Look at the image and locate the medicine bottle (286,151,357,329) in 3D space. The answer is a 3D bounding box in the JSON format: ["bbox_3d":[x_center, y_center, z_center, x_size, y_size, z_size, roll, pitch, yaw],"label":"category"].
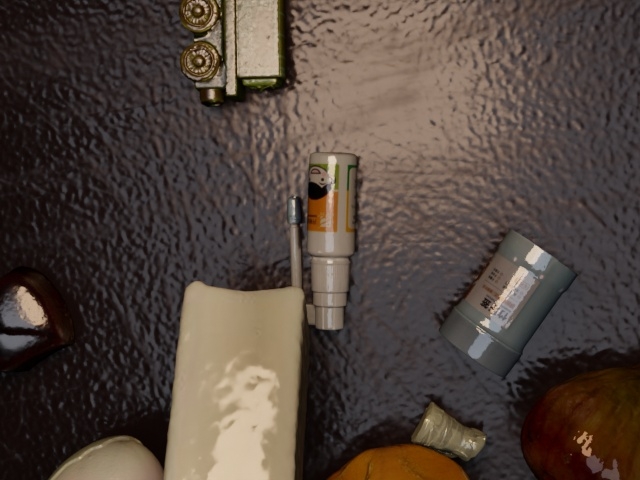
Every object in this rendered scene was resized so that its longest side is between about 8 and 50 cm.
[{"bbox_3d":[0.000,0.000,1.267,0.092,0.061,0.220,3,93,31],"label":"medicine bottle"}]

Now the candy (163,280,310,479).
[{"bbox_3d":[-0.091,0.238,1.148,0.145,0.208,0.358,2,62,1],"label":"candy"}]

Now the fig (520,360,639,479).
[{"bbox_3d":[0.373,0.224,1.201,0.290,0.190,0.190,-30,89,-29],"label":"fig"}]

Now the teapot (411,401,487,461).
[{"bbox_3d":[0.161,0.247,1.262,0.083,0.057,0.067,24,131,1],"label":"teapot"}]

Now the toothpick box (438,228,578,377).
[{"bbox_3d":[0.226,0.075,1.219,0.101,0.101,0.153,34,94,4],"label":"toothpick box"}]

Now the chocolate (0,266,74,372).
[{"bbox_3d":[-0.390,0.118,1.303,0.125,0.080,0.148,25,94,5],"label":"chocolate"}]

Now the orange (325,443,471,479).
[{"bbox_3d":[0.094,0.374,1.201,0.249,0.183,0.249,0,91,2],"label":"orange"}]

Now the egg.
[{"bbox_3d":[-0.269,0.349,1.249,0.183,0.183,0.217,9,92,6],"label":"egg"}]

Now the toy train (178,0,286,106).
[{"bbox_3d":[-0.103,-0.279,1.247,0.137,0.090,0.225,-1,93,3],"label":"toy train"}]
